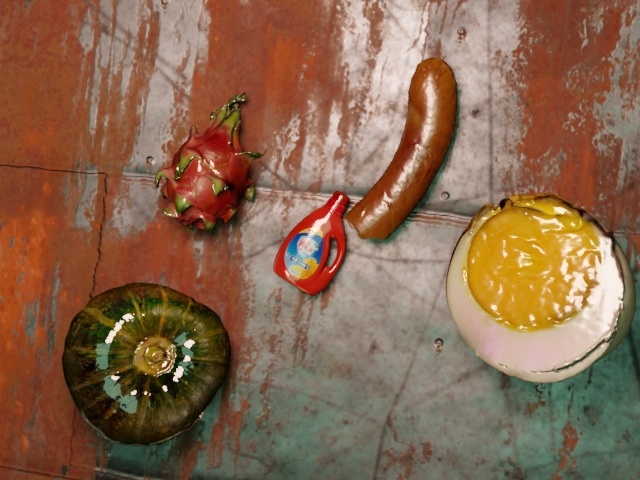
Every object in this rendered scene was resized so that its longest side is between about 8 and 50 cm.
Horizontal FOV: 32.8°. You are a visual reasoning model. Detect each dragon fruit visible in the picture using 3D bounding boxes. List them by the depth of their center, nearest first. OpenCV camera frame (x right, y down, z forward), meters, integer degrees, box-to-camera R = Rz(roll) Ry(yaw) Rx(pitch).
[{"bbox_3d":[-0.160,-0.122,1.705,0.137,0.135,0.236,31,78,11],"label":"dragon fruit"}]

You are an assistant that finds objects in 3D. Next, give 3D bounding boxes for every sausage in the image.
[{"bbox_3d":[0.139,-0.134,1.687,0.102,0.076,0.302,26,95,1],"label":"sausage"}]

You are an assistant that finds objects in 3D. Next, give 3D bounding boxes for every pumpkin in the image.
[{"bbox_3d":[-0.278,0.187,1.706,0.260,0.189,0.260,2,85,-21],"label":"pumpkin"}]

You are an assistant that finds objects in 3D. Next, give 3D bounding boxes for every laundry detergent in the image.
[{"bbox_3d":[0.000,0.000,1.725,0.097,0.049,0.165,32,95,-2],"label":"laundry detergent"}]

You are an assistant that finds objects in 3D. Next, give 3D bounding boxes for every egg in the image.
[{"bbox_3d":[0.337,0.076,1.633,0.286,0.174,0.264,33,96,29],"label":"egg"}]
